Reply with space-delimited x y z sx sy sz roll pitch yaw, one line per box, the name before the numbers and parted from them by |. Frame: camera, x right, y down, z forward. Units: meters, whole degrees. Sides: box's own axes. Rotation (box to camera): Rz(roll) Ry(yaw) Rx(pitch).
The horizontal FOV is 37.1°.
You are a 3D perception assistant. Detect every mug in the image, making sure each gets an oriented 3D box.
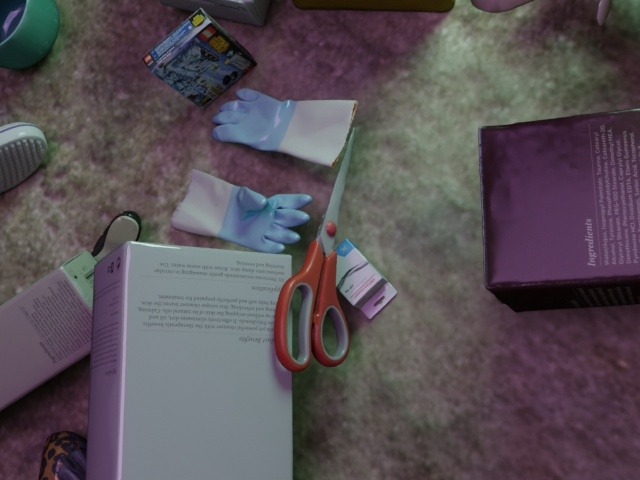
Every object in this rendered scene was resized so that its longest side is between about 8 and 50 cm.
mug | -0.429 -0.314 1.316 0.129 0.097 0.157 -22 71 15

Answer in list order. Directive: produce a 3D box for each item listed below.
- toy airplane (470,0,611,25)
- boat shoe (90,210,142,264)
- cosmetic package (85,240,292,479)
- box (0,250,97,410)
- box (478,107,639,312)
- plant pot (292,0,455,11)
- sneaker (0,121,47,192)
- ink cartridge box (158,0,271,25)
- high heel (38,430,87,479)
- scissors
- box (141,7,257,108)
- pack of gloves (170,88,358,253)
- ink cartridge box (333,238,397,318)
toy airplane | 0.351 -0.327 0.919 0.384 0.272 0.386 10 54 7
boat shoe | -0.269 0.021 1.218 0.049 0.042 0.133 31 105 -10
cosmetic package | -0.143 0.196 1.027 0.155 0.197 0.365 -22 64 62
box | -0.379 0.134 1.185 0.275 0.094 0.113 -31 98 12
box | 0.275 -0.025 0.954 0.203 0.168 0.167 -5 77 19
plant pot | 0.049 -0.405 1.110 0.212 0.187 0.212 7 81 21
sneaker | -0.510 -0.127 1.307 0.282 0.102 0.161 -25 68 14
ink cartridge box | -0.121 -0.393 1.212 0.153 0.087 0.208 15 84 10
high heel | -0.326 0.371 1.159 0.186 0.093 0.261 42 108 45
scissors | 0.000 0.000 1.056 0.021 0.109 0.297 -9 71 46
box | -0.145 -0.220 1.169 0.094 0.137 0.027 -37 69 9
pack of gloves | -0.084 -0.092 1.129 0.232 0.046 0.195 14 82 42
ink cartridge box | 0.043 0.045 1.101 0.048 0.028 0.083 -45 68 5
